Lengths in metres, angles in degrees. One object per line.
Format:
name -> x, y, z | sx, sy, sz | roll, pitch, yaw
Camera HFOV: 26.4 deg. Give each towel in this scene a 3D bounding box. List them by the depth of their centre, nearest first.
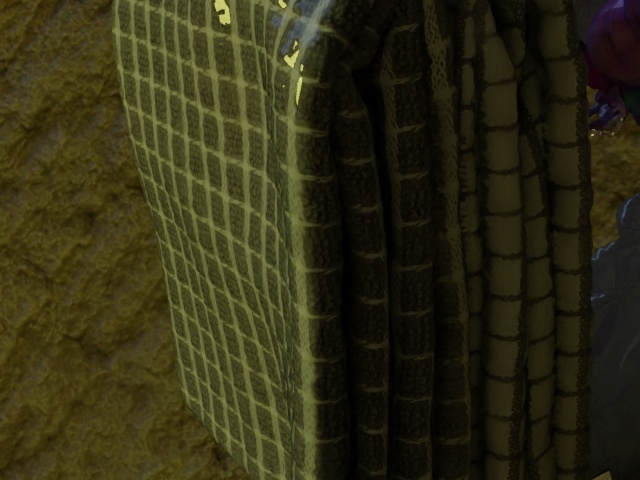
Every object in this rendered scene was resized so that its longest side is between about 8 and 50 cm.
towel -> 0.000, 0.000, 0.588 | 0.121, 0.235, 0.283 | -13, -68, -24

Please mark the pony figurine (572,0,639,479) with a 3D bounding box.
pony figurine -> 0.186, -0.095, 0.626 | 0.363, 0.302, 0.351 | -17, -20, -42
